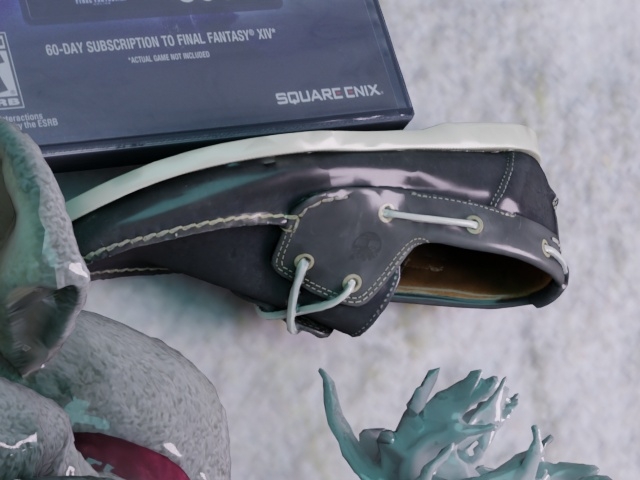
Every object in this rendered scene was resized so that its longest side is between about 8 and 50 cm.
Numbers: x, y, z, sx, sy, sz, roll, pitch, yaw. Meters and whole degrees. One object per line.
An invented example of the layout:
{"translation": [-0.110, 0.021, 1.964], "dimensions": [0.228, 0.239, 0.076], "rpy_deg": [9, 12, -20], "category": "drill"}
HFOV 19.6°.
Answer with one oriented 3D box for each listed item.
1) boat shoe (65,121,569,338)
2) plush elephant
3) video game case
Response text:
{"translation": [0.000, 0.000, 0.751], "dimensions": [0.233, 0.084, 0.079], "rpy_deg": [-4, 74, -30], "category": "boat shoe"}
{"translation": [-0.103, 0.113, 0.576], "dimensions": [0.330, 0.255, 0.272], "rpy_deg": [-33, 110, -10], "category": "plush elephant"}
{"translation": [-0.087, -0.161, 0.764], "dimensions": [0.196, 0.026, 0.274], "rpy_deg": [-8, 72, -28], "category": "video game case"}
